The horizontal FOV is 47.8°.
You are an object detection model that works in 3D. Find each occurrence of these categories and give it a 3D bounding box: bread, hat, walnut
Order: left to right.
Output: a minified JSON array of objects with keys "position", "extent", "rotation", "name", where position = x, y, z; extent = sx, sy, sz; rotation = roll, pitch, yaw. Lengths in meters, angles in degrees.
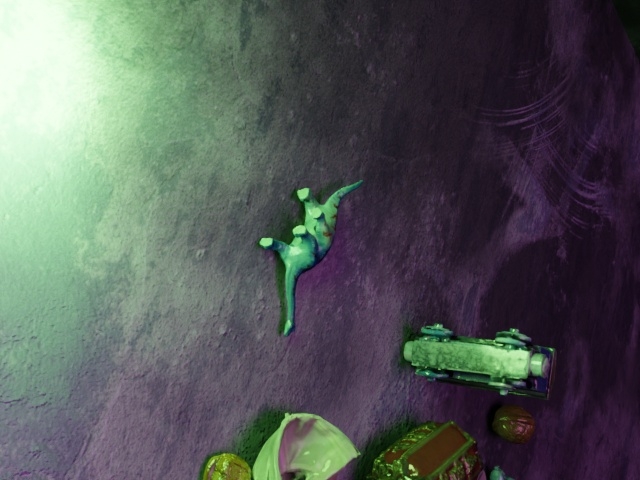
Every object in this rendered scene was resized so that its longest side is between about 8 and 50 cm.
[{"position":[-0.144,0.374,1.133],"extent":[0.083,0.046,0.081],"rotation":[-13,97,-47],"name":"bread"},{"position":[-0.058,0.423,1.222],"extent":[0.219,0.164,0.226],"rotation":[-4,135,-54],"name":"hat"},{"position":[0.497,0.474,1.868],"extent":[0.124,0.105,0.105],"rotation":[27,71,-32],"name":"walnut"}]

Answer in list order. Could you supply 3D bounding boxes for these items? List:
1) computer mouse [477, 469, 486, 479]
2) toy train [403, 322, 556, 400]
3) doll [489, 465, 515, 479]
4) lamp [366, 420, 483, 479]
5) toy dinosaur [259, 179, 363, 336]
[{"position":[0.377,0.593,1.776],"extent":[0.066,0.039,0.096],"rotation":[-44,132,-39],"name":"computer mouse"},{"position":[0.338,0.249,1.516],"extent":[0.202,0.299,0.131],"rotation":[25,72,-57],"name":"toy train"},{"position":[0.447,0.663,1.848],"extent":[0.158,0.059,0.160],"rotation":[-27,111,-44],"name":"doll"},{"position":[0.214,0.474,1.469],"extent":[0.273,0.177,0.177],"rotation":[-16,104,-49],"name":"lamp"},{"position":[-0.017,-0.006,1.241],"extent":[0.144,0.076,0.329],"rotation":[49,59,-48],"name":"toy dinosaur"}]
